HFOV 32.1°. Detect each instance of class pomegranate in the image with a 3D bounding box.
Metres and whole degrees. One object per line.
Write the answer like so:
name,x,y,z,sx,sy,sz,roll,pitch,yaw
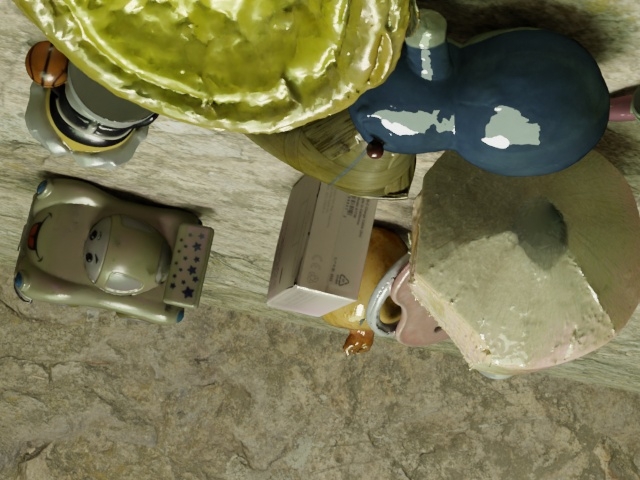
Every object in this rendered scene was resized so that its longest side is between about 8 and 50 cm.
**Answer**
pomegranate,0.081,0.073,1.980,0.207,0.207,0.207,11,168,3

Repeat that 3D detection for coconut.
coconut,0.241,0.016,1.354,0.297,0.298,0.309,10,167,8

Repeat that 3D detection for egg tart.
egg tart,-0.084,-0.228,0.861,0.345,0.133,0.345,10,150,6

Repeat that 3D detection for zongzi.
zongzi,-0.001,-0.145,1.333,0.256,0.115,0.228,21,165,8

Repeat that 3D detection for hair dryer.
hair dryer,0.336,-0.138,1.176,0.106,0.054,0.154,17,178,-39

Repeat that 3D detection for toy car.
toy car,-0.394,0.027,2.121,0.335,0.242,0.226,15,170,-20

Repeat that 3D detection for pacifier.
pacifier,0.231,0.092,1.823,0.273,0.220,0.332,21,153,18

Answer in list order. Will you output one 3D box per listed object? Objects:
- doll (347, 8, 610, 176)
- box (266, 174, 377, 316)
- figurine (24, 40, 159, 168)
doll,0.151,-0.149,1.090,0.258,0.154,0.228,3,162,10
box,0.000,0.000,1.709,0.106,0.203,0.251,13,167,-11
figurine,-0.286,-0.175,1.378,0.176,0.133,0.236,25,162,-15
